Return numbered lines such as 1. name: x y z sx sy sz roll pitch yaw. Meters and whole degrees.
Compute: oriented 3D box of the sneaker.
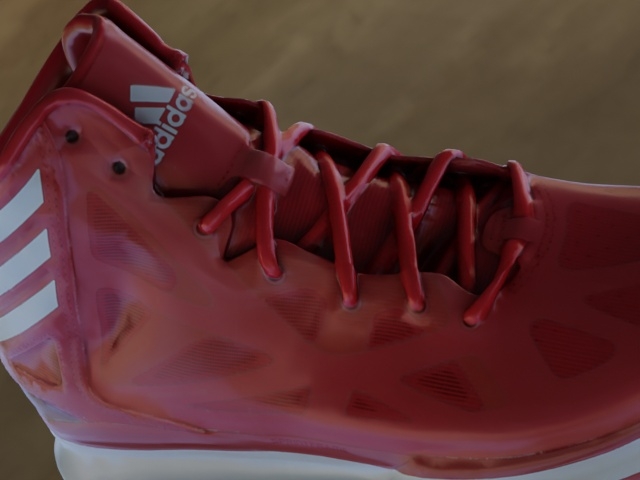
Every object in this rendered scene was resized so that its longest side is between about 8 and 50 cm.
1. sneaker: 0.000 0.000 0.424 0.221 0.128 0.087 -14 -143 25
